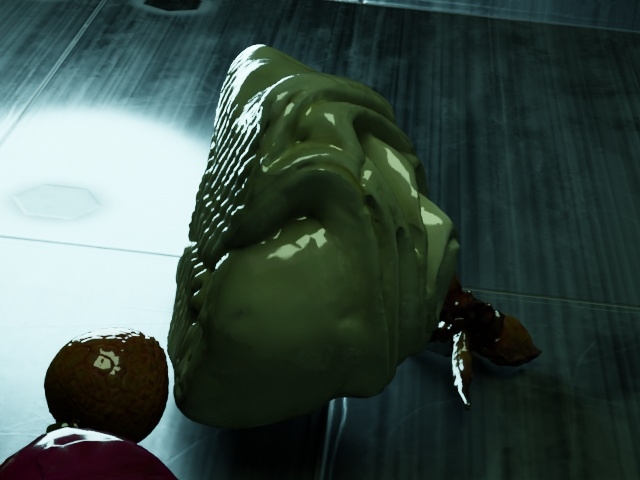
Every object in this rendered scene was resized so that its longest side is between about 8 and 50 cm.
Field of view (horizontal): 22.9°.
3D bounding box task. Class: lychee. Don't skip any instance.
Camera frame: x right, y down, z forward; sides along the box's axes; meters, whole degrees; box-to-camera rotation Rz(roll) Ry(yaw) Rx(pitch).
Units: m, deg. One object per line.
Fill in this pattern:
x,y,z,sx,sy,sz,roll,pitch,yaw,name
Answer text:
-0.175,0.127,1.277,0.114,0.101,0.140,20,26,21,lychee

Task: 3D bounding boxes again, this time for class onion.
-0.185,0.217,1.062,0.218,0.140,0.195,-14,38,-29,onion

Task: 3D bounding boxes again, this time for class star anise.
0.121,0.105,1.444,0.158,0.140,0.144,17,64,7,star anise

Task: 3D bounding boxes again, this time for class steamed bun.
-0.003,0.010,1.363,0.219,0.310,0.324,14,11,-10,steamed bun
